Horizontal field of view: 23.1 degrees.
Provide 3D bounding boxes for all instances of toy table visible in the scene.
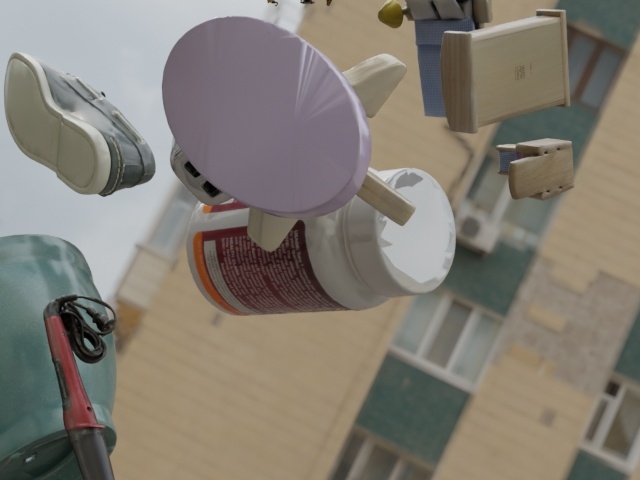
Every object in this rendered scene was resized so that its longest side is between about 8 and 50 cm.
[{"bbox_3d":[-0.026,-0.114,1.653,0.274,0.252,0.161,54,14,30],"label":"toy table"}]

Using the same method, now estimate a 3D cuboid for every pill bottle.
[{"bbox_3d":[0.000,0.000,2.413,0.392,0.224,0.224,-5,-33,43],"label":"pill bottle"}]

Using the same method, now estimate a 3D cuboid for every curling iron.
[{"bbox_3d":[-0.198,0.161,1.393,0.068,0.274,0.035,-2,-34,-21],"label":"curling iron"}]

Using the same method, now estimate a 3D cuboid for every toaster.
[{"bbox_3d":[-0.127,-0.147,2.232,0.227,0.146,0.129,-29,-64,20],"label":"toaster"}]

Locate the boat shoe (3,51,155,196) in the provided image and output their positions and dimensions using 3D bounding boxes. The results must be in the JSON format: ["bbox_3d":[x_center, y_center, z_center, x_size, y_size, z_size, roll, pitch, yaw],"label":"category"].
[{"bbox_3d":[-0.316,-0.150,2.010,0.099,0.116,0.319,-3,29,-35],"label":"boat shoe"}]

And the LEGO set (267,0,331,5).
[{"bbox_3d":[-0.071,-0.470,2.297,0.192,0.255,0.331,1,9,26],"label":"LEGO set"}]

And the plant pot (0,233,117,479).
[{"bbox_3d":[-0.325,0.161,1.589,0.196,0.293,0.293,56,-4,23],"label":"plant pot"}]

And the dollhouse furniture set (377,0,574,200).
[{"bbox_3d":[0.181,-0.208,2.252,0.198,0.287,0.303,-17,19,-36],"label":"dollhouse furniture set"}]
